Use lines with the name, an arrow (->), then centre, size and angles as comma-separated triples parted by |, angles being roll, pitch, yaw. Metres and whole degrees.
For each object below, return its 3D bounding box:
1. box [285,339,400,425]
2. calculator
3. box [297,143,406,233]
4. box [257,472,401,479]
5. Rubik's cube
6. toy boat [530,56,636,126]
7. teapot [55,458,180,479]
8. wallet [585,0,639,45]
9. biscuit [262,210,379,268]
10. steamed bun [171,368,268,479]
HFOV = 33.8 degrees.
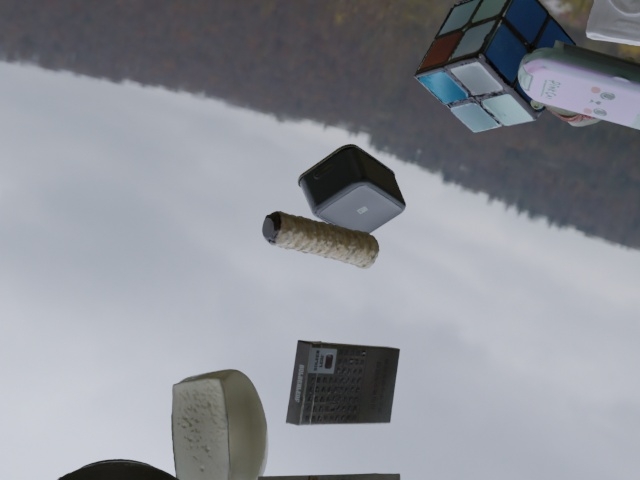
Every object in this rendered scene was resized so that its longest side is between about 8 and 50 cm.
box -> 0.056, 0.318, 2.335 | 0.047, 0.180, 0.324 | 7, 178, 42
calculator -> 0.378, -0.196, 1.367 | 0.246, 0.045, 0.141 | 17, 169, 7
box -> 0.065, -0.089, 2.053 | 0.201, 0.144, 0.090 | 29, -146, -54
box -> 0.012, 0.441, 1.633 | 0.233, 0.067, 0.150 | -3, -129, 9
Rubik's cube -> 0.302, -0.313, 1.824 | 0.167, 0.183, 0.180 | 41, 158, -25
toy boat -> 0.416, -0.224, 1.630 | 0.185, 0.071, 0.089 | -18, -154, 42
teapot -> -0.339, 0.516, 1.571 | 0.376, 0.306, 0.362 | 24, -165, -20
wallet -> 0.567, -0.415, 1.902 | 0.032, 0.124, 0.183 | 15, -175, -44
biscuit -> 0.000, 0.000, 1.620 | 0.219, 0.061, 0.055 | 12, -170, -39
steamed bun -> -0.191, 0.377, 2.050 | 0.146, 0.242, 0.164 | -12, 166, 27
